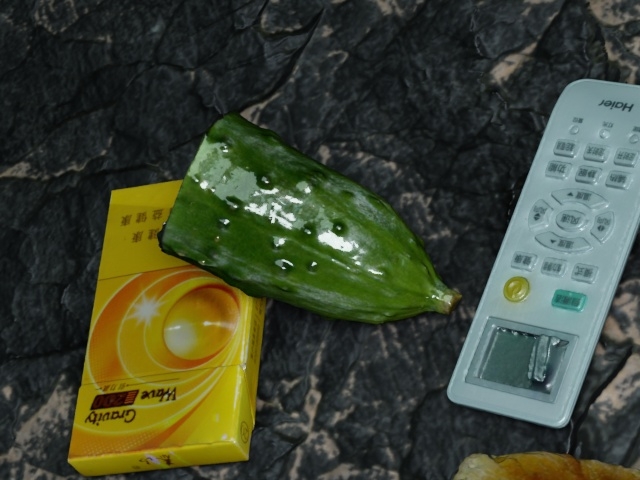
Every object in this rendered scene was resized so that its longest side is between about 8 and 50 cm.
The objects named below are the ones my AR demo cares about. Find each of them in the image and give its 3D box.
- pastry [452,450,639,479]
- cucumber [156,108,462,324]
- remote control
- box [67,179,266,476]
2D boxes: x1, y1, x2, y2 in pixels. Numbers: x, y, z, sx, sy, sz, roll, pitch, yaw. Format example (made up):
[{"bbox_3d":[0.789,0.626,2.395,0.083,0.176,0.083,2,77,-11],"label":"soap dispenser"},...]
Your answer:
[{"bbox_3d":[0.165,0.225,1.271,0.192,0.093,0.182,13,34,9],"label":"pastry"},{"bbox_3d":[0.001,0.000,1.516,0.244,0.134,0.134,27,71,13],"label":"cucumber"},{"bbox_3d":[0.195,0.006,1.472,0.103,0.051,0.293,11,68,33],"label":"remote control"},{"bbox_3d":[-0.119,0.065,1.593,0.152,0.043,0.269,-8,55,21],"label":"box"}]
